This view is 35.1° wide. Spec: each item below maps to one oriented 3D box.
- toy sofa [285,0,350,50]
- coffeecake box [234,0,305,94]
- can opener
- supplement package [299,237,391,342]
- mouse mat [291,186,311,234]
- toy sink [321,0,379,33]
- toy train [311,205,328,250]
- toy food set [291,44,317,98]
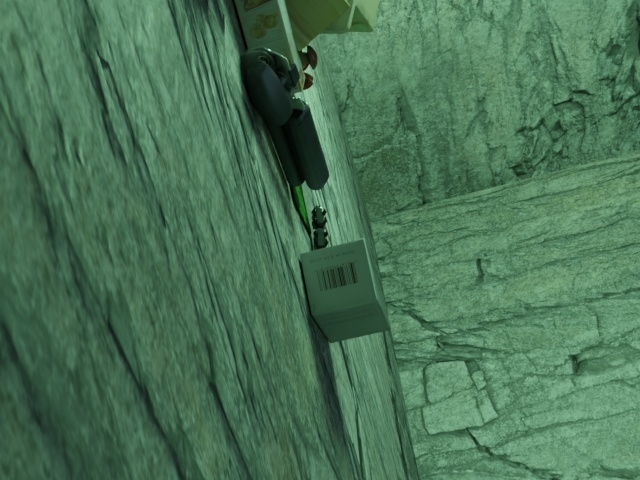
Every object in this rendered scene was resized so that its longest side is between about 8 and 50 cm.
[{"bbox_3d":[-0.064,-0.451,1.840,0.150,0.177,0.362,48,15,-17],"label":"toy sofa"},{"bbox_3d":[-0.080,-0.324,1.580,0.142,0.068,0.185,-88,163,-73],"label":"coffeecake box"},{"bbox_3d":[-0.059,-0.167,1.515,0.095,0.076,0.283,-61,150,-32],"label":"can opener"},{"bbox_3d":[0.041,0.082,1.591,0.179,0.105,0.105,64,13,-68],"label":"supplement package"},{"bbox_3d":[-0.046,-0.119,1.746,0.152,0.007,0.189,65,13,-66],"label":"mouse mat"},{"bbox_3d":[0.033,-0.509,2.095,0.131,0.153,0.234,39,61,-61],"label":"toy sink"},{"bbox_3d":[0.000,0.000,1.769,0.036,0.027,0.158,97,-8,-46],"label":"toy train"},{"bbox_3d":[-0.042,-0.391,2.151,0.128,0.071,0.218,68,9,-55],"label":"toy food set"}]
